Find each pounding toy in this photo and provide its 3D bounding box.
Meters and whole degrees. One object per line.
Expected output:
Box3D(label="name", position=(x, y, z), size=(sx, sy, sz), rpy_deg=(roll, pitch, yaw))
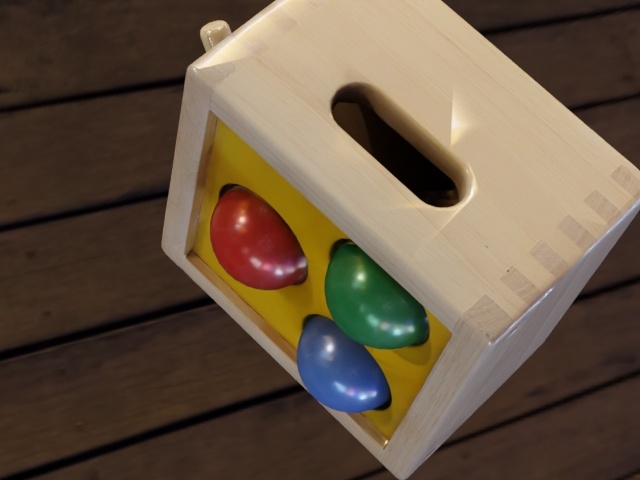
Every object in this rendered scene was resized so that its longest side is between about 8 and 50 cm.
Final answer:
Box3D(label="pounding toy", position=(-0.008, -0.004, 0.555), size=(0.181, 0.206, 0.094), rpy_deg=(43, 64, 13))
